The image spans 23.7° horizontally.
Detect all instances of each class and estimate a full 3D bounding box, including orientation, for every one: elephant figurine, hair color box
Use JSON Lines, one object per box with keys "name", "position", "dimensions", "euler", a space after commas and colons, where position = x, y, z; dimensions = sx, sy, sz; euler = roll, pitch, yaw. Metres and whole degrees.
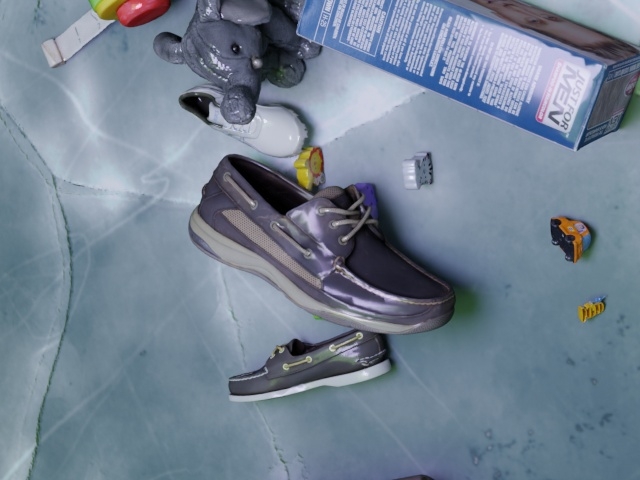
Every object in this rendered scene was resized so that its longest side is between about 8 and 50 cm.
{"name": "elephant figurine", "position": [-0.110, -0.242, 1.791], "dimensions": [0.186, 0.239, 0.169], "euler": [9, 107, 26]}
{"name": "hair color box", "position": [0.168, -0.221, 1.690], "dimensions": [0.347, 0.174, 0.105], "euler": [26, 112, 19]}

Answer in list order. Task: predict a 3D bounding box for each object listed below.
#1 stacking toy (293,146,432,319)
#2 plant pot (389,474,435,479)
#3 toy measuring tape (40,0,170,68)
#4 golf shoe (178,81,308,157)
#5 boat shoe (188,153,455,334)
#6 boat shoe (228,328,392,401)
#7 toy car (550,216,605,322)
{"name": "stacking toy", "position": [0.059, -0.007, 1.879], "dimensions": [0.167, 0.052, 0.221], "euler": [2, 106, 29]}
{"name": "plant pot", "position": [0.051, 0.436, 1.874], "dimensions": [0.280, 0.323, 0.323], "euler": [-29, 89, 15]}
{"name": "toy measuring tape", "position": [-0.279, -0.300, 1.911], "dimensions": [0.330, 0.121, 0.121], "euler": [-28, 89, 39]}
{"name": "golf shoe", "position": [-0.101, -0.146, 1.888], "dimensions": [0.176, 0.086, 0.069], "euler": [24, 110, 30]}
{"name": "boat shoe", "position": [0.000, 0.000, 1.806], "dimensions": [0.355, 0.132, 0.130], "euler": [23, 116, 20]}
{"name": "boat shoe", "position": [-0.021, 0.157, 1.946], "dimensions": [0.228, 0.081, 0.068], "euler": [-14, 94, 23]}
{"name": "toy car", "position": [0.302, 0.028, 1.777], "dimensions": [0.041, 0.060, 0.122], "euler": [-21, 116, -12]}
